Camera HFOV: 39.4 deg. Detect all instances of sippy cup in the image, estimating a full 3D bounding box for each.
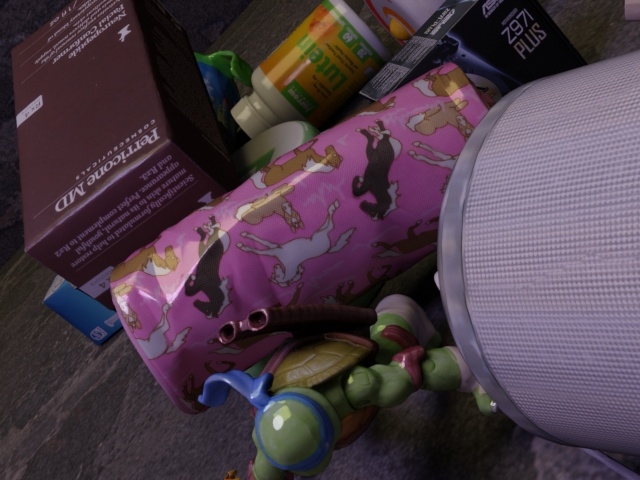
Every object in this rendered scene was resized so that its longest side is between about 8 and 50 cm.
[{"bbox_3d":[-0.251,-0.197,1.639,0.224,0.240,0.306,-107,22,-53],"label":"sippy cup"}]

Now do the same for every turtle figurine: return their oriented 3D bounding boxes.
[{"bbox_3d":[0.046,0.153,0.653,0.266,0.274,0.198,-51,-17,-78],"label":"turtle figurine"}]

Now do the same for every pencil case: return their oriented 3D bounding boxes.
[{"bbox_3d":[0.000,0.000,0.804,0.386,0.167,0.160,-30,4,1],"label":"pencil case"}]

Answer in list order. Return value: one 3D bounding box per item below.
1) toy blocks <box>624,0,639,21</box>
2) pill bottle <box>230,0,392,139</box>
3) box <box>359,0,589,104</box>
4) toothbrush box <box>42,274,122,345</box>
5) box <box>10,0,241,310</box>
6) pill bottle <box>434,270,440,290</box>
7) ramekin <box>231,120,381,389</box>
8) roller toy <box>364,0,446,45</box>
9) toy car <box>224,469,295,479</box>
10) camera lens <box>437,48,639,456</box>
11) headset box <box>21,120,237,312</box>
[{"bbox_3d":[0.339,-0.312,0.595,0.260,0.309,0.288,5,5,24],"label":"toy blocks"},{"bbox_3d":[-0.020,-0.252,1.394,0.245,0.136,0.136,-43,23,10],"label":"pill bottle"},{"bbox_3d":[0.158,-0.161,0.909,0.180,0.147,0.077,-46,22,2],"label":"box"},{"bbox_3d":[-0.300,0.002,1.496,0.295,0.126,0.216,-36,25,23],"label":"toothbrush box"},{"bbox_3d":[-0.229,-0.130,1.003,0.191,0.143,0.381,-35,46,11],"label":"box"},{"bbox_3d":[0.157,0.015,0.722,0.120,0.067,0.067,-42,23,13],"label":"pill bottle"},{"bbox_3d":[-0.063,0.006,1.026,0.303,0.148,0.303,-39,24,21],"label":"ramekin"},{"bbox_3d":[0.144,-0.309,1.119,0.146,0.191,0.209,-46,20,1],"label":"roller toy"},{"bbox_3d":[-0.037,0.208,0.819,0.122,0.060,0.041,-49,60,44],"label":"toy car"},{"bbox_3d":[0.211,0.003,0.444,0.274,0.219,0.219,-8,44,58],"label":"camera lens"},{"bbox_3d":[-0.208,-0.037,1.209,0.131,0.246,0.283,38,85,28],"label":"headset box"}]
